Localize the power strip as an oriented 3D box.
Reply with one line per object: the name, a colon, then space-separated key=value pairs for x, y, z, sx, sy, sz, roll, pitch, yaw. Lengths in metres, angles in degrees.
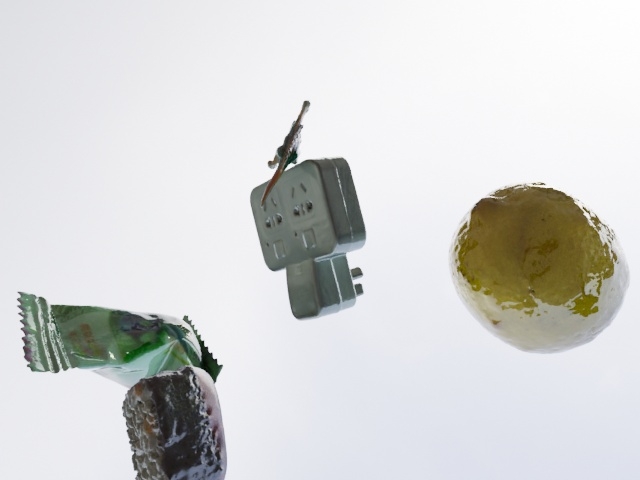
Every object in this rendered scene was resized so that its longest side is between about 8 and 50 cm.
power strip: x=0.000 y=0.000 z=0.997 sx=0.229 sy=0.141 sz=0.261 roll=-19 pitch=-96 yaw=53

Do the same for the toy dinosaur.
toy dinosaur: x=-0.051 y=-0.148 z=0.907 sx=0.044 sy=0.106 sz=0.187 roll=31 pitch=-131 yaw=-5

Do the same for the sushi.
sushi: x=-0.238 y=0.321 z=0.904 sx=0.136 sy=0.126 sz=0.225 roll=-16 pitch=-104 yaw=42

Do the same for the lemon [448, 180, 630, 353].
lemon: x=0.334 y=0.043 z=0.867 sx=0.260 sy=0.284 sz=0.261 roll=-18 pitch=-150 yaw=11

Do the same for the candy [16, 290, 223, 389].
candy: x=-0.420 y=0.213 z=1.154 sx=0.262 sy=0.397 sz=0.172 roll=27 pitch=-90 yaw=47
